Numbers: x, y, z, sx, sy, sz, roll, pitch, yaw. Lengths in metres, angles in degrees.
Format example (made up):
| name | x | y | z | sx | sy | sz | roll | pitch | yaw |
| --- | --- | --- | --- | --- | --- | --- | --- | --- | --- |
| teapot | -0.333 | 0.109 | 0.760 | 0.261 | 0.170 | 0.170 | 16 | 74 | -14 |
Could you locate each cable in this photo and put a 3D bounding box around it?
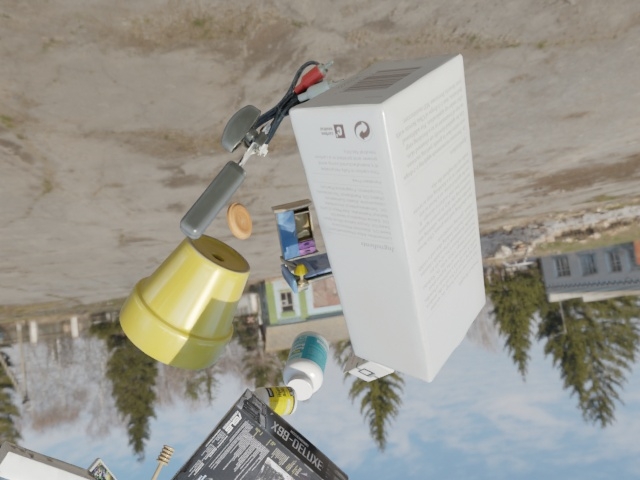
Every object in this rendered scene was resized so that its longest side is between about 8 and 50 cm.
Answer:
| name | x | y | z | sx | sy | sz | roll | pitch | yaw |
| --- | --- | --- | --- | --- | --- | --- | --- | --- | --- |
| cable | -0.076 | -0.316 | 1.135 | 0.287 | 0.140 | 0.072 | -23 | 176 | 15 |

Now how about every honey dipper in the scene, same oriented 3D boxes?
| name | x | y | z | sx | sy | sz | roll | pitch | yaw |
| --- | --- | --- | --- | --- | --- | --- | --- | --- | --- |
| honey dipper | -0.379 | 0.543 | 1.108 | 0.030 | 0.161 | 0.031 | 18 | 148 | 12 |

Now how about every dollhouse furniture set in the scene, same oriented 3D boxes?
| name | x | y | z | sx | sy | sz | roll | pitch | yaw |
| --- | --- | --- | --- | --- | --- | --- | --- | --- | --- |
| dollhouse furniture set | 0.000 | 0.000 | 1.610 | 0.286 | 0.198 | 0.303 | -14 | -156 | -14 |

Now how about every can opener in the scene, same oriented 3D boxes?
| name | x | y | z | sx | sy | sz | roll | pitch | yaw |
| --- | --- | --- | --- | --- | --- | --- | --- | --- | --- |
| can opener | -0.186 | -0.131 | 0.959 | 0.093 | 0.281 | 0.074 | 32 | 165 | -7 |

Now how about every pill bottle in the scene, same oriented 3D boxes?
| name | x | y | z | sx | sy | sz | roll | pitch | yaw |
| --- | --- | --- | --- | --- | --- | --- | --- | --- | --- |
| pill bottle | -0.116 | 0.365 | 1.120 | 0.116 | 0.065 | 0.065 | 9 | 165 | -35 |
| pill bottle | -0.054 | 0.461 | 1.814 | 0.146 | 0.146 | 0.264 | -9 | -159 | 12 |

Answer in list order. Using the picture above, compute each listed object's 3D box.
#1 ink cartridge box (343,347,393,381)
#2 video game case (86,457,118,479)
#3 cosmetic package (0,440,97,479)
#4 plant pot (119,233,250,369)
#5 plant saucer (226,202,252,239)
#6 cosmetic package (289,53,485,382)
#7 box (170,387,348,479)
| name | x | y | z | sx | sy | sz | roll | pitch | yaw |
| --- | --- | --- | --- | --- | --- | --- | --- | --- | --- |
| ink cartridge box | 0.124 | 0.266 | 1.164 | 0.060 | 0.104 | 0.180 | 27 | 151 | -6 |
| video game case | -0.637 | 0.751 | 1.395 | 0.022 | 0.191 | 0.173 | -12 | -156 | 33 |
| cosmetic package | -0.687 | 0.583 | 1.242 | 0.239 | 0.061 | 0.098 | 39 | 157 | -29 |
| plant pot | -0.291 | 0.125 | 1.141 | 0.253 | 0.239 | 0.254 | 32 | -167 | -8 |
| plant saucer | -0.178 | -0.044 | 1.104 | 0.013 | 0.084 | 0.083 | -16 | 171 | 25 |
| cosmetic package | 0.131 | -0.031 | 0.790 | 0.161 | 0.454 | 0.230 | 10 | -144 | 40 |
| box | -0.138 | 0.459 | 0.867 | 0.307 | 0.242 | 0.076 | -51 | 178 | 8 |
